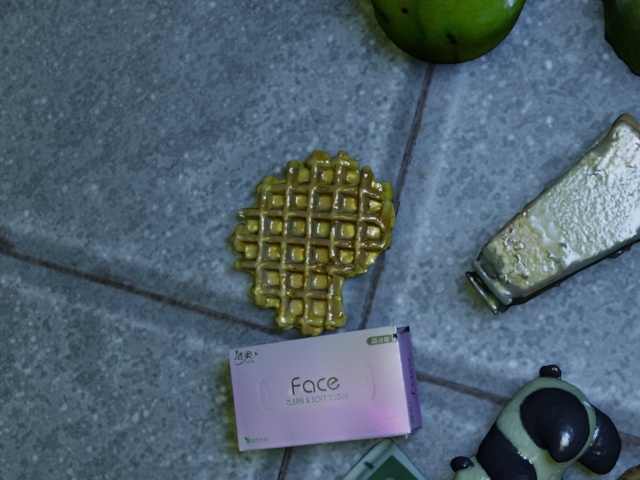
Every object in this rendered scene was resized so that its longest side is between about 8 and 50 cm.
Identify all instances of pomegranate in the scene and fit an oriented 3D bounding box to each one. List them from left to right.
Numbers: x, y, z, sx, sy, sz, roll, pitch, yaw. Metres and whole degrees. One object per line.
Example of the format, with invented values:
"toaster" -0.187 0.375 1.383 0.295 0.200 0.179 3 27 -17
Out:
"pomegranate" 0.204 -0.361 1.277 0.301 0.236 0.236 -19 79 -7

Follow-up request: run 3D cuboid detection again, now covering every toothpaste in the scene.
"toothpaste" 0.189 0.417 1.257 0.098 0.061 0.392 -43 62 -13

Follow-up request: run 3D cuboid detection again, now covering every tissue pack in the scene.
"tissue pack" 0.008 0.206 1.339 0.246 0.092 0.149 -10 83 15

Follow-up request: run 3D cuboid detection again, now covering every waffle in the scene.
"waffle" 0.000 0.000 1.380 0.253 0.056 0.249 -31 77 11

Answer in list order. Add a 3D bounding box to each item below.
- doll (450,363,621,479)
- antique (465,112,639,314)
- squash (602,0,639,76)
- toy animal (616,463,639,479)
"doll" 0.267 0.280 1.237 0.234 0.143 0.135 -54 44 6
"antique" 0.318 -0.017 1.248 0.284 0.125 0.150 -37 75 11
"squash" 0.479 -0.342 1.135 0.310 0.309 0.311 -2 83 17
"toy animal" 0.408 0.331 1.215 0.149 0.054 0.276 11 69 47
